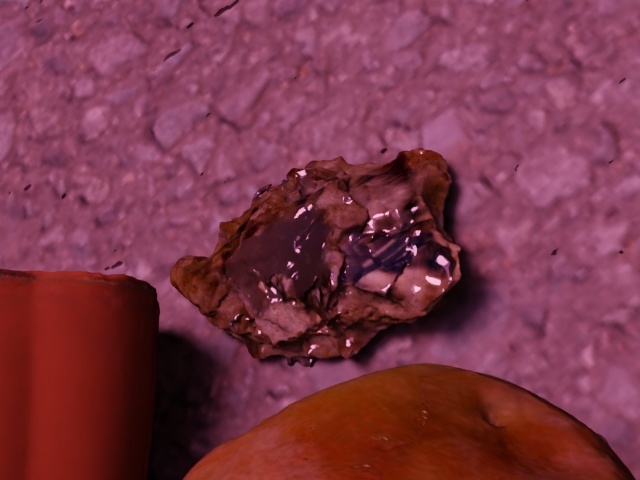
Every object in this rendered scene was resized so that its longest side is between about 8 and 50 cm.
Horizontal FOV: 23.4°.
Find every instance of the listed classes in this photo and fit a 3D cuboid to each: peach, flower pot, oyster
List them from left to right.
[{"bbox_3d":[-0.154,0.109,0.668,0.190,0.190,0.173,-10,79,25],"label":"flower pot"},{"bbox_3d":[-0.008,0.006,0.696,0.148,0.051,0.103,-27,52,29],"label":"oyster"},{"bbox_3d":[0.044,0.160,0.512,0.214,0.214,0.235,-42,75,7],"label":"peach"}]
